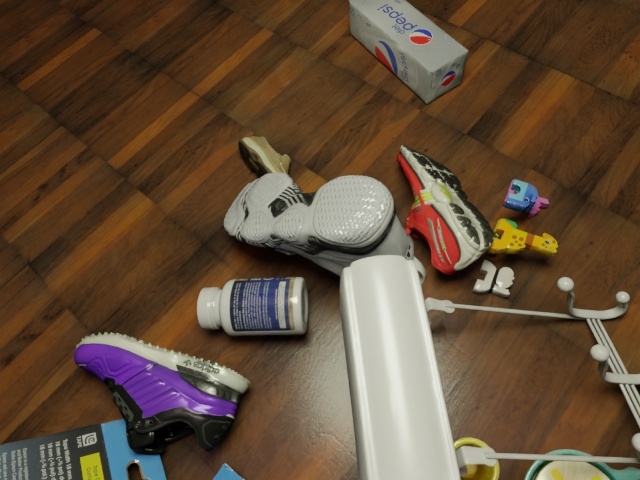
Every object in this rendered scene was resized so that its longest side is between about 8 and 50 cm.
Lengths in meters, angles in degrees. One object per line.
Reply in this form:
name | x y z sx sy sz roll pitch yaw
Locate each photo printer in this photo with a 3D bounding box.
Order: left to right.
photo printer | 0.092 0.207 0.582 0.107 0.256 0.308 -7 62 1

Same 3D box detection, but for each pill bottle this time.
pill bottle | -0.108 0.109 0.749 0.169 0.094 0.094 -3 63 6

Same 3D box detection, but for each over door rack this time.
over door rack | 0.308 0.172 0.608 0.324 0.108 0.240 -1 48 -1

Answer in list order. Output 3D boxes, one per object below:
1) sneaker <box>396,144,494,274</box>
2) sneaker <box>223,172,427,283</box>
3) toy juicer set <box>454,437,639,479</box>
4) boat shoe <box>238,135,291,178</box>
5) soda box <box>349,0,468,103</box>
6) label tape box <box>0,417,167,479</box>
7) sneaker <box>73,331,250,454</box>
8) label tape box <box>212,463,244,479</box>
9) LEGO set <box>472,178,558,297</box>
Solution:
sneaker | 0.182 -0.060 0.795 0.107 0.118 0.279 16 39 -31
sneaker | 0.000 0.000 0.766 0.365 0.210 0.137 6 59 45
toy juicer set | 0.321 0.371 0.563 0.328 0.089 0.209 3 64 9
boat shoe | -0.088 -0.145 0.895 0.072 0.068 0.190 -25 63 -23
soda box | 0.179 -0.427 0.982 0.098 0.091 0.286 -33 64 -10
label tape box | -0.373 0.385 0.586 0.333 0.106 0.241 1 37 -36
sneaker | -0.268 0.239 0.695 0.293 0.102 0.146 11 61 13
label tape box | -0.083 0.488 0.545 0.347 0.115 0.249 34 72 20
LEGO set | 0.338 -0.010 0.755 0.093 0.087 0.227 21 69 17
